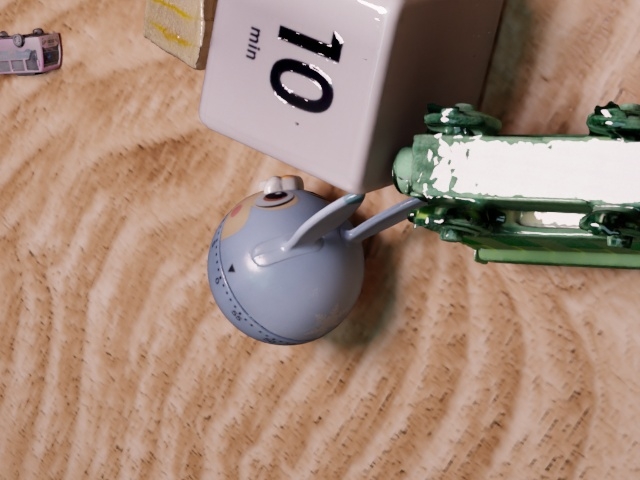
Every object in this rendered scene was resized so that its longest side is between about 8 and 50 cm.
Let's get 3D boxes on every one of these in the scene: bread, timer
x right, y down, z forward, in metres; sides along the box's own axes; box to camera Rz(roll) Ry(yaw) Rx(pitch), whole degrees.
[{"bbox_3d":[-0.148,-0.227,1.740,0.152,0.105,0.077,16,105,32],"label":"bread"},{"bbox_3d":[0.029,-0.175,1.563,0.195,0.194,0.192,26,117,30],"label":"timer"},{"bbox_3d":[-0.014,-0.009,1.658,0.175,0.175,0.255,44,127,19],"label":"timer"}]

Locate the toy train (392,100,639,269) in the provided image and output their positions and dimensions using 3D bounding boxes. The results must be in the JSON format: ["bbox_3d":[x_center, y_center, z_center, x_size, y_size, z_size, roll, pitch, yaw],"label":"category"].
[{"bbox_3d":[0.217,-0.044,1.457,0.301,0.202,0.120,2,80,37],"label":"toy train"}]

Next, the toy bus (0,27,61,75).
[{"bbox_3d":[-0.354,-0.214,1.940,0.131,0.037,0.052,2,105,37],"label":"toy bus"}]
